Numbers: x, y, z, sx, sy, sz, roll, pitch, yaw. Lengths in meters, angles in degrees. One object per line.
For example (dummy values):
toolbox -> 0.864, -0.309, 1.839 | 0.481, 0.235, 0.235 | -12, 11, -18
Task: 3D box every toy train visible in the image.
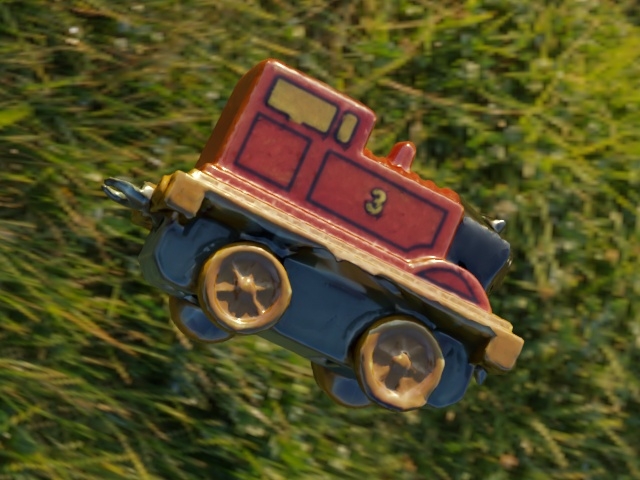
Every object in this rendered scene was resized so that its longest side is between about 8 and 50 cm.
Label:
toy train -> 0.000, 0.000, 1.410 | 0.369, 0.163, 0.232 | 26, 81, -12
